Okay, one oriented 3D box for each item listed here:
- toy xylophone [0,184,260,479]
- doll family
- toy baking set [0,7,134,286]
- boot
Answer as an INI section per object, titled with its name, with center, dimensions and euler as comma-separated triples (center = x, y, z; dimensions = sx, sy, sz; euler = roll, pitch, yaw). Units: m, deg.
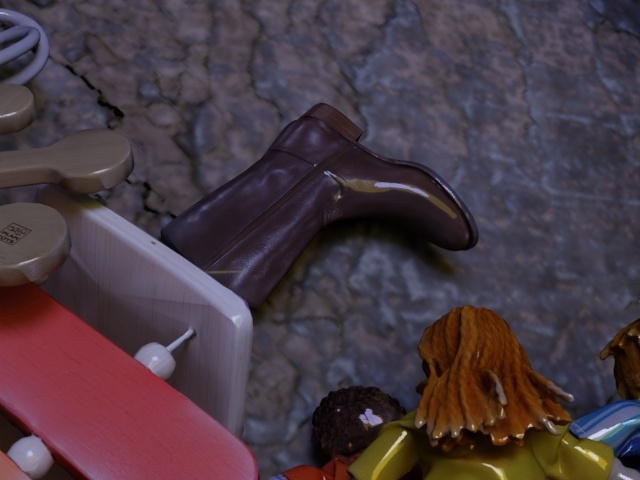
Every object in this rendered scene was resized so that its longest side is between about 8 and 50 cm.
[toy xylophone]
center = -0.140, 0.112, 0.355
dimensions = 0.236, 0.081, 0.323
euler = 24, 48, 29
[doll family]
center = 0.110, 0.105, 0.475
dimensions = 0.263, 0.118, 0.163
euler = 9, 61, -16
[toy baking set]
center = -0.181, -0.028, 0.449
dimensions = 0.197, 0.030, 0.256
euler = -19, 42, -20
[boot]
center = 0.000, 0.000, 0.536
dimensions = 0.106, 0.037, 0.114
euler = 35, 53, 15
